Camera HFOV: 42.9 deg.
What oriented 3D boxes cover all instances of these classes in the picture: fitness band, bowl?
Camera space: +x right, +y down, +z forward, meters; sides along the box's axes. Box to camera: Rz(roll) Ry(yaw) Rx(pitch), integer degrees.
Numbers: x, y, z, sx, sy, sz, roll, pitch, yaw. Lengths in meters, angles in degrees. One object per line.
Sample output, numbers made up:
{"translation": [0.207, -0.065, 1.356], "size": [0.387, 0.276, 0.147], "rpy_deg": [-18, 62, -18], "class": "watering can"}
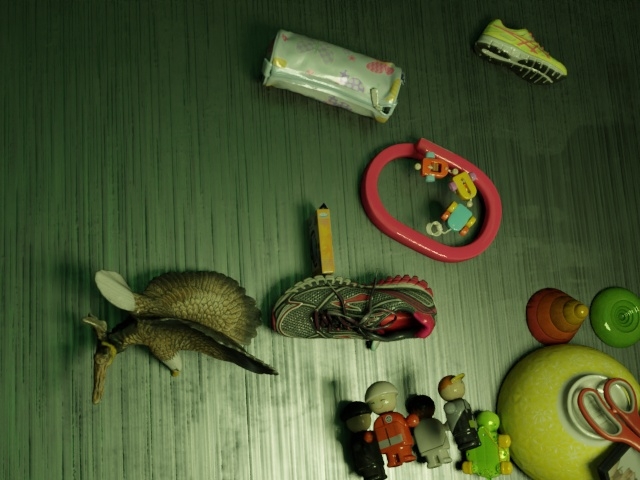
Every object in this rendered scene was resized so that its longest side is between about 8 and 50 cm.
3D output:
{"translation": [0.220, -0.078, 1.622], "size": [0.290, 0.054, 0.209], "rpy_deg": [27, 76, -7], "class": "fitness band"}
{"translation": [0.491, 0.322, 1.521], "size": [0.289, 0.156, 0.289], "rpy_deg": [1, 71, -3], "class": "bowl"}

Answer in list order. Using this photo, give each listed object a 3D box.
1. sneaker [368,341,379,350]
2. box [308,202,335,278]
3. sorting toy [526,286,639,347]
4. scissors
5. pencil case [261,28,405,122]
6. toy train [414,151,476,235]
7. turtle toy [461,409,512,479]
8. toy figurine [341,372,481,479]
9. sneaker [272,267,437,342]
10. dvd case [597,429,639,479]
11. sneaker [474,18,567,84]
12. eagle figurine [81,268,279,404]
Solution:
{"translation": [0.135, 0.172, 1.553], "size": [0.069, 0.038, 0.098], "rpy_deg": [21, 75, -8], "class": "sneaker"}
{"translation": [0.000, 0.000, 1.532], "size": [0.028, 0.081, 0.136], "rpy_deg": [-4, 80, -14], "class": "box"}
{"translation": [0.607, 0.148, 1.633], "size": [0.365, 0.126, 0.127], "rpy_deg": [2, 78, -13], "class": "sorting toy"}
{"translation": [0.565, 0.369, 1.405], "size": [0.109, 0.021, 0.297], "rpy_deg": [-29, 71, -16], "class": "scissors"}
{"translation": [0.022, -0.317, 1.583], "size": [0.273, 0.113, 0.124], "rpy_deg": [17, 53, -9], "class": "pencil case"}
{"translation": [0.240, -0.085, 1.578], "size": [0.125, 0.046, 0.166], "rpy_deg": [1, 78, -12], "class": "toy train"}
{"translation": [0.317, 0.387, 1.538], "size": [0.095, 0.066, 0.130], "rpy_deg": [-5, 79, 23], "class": "turtle toy"}
{"translation": [0.158, 0.326, 1.444], "size": [0.209, 0.213, 0.148], "rpy_deg": [-8, 65, -19], "class": "toy figurine"}
{"translation": [0.059, 0.129, 1.464], "size": [0.299, 0.112, 0.121], "rpy_deg": [-7, 120, 3], "class": "sneaker"}
{"translation": [0.594, 0.435, 1.503], "size": [0.180, 0.022, 0.253], "rpy_deg": [-40, 127, -18], "class": "dvd case"}
{"translation": [0.435, -0.405, 1.723], "size": [0.208, 0.081, 0.094], "rpy_deg": [25, 72, -8], "class": "sneaker"}
{"translation": [-0.238, 0.153, 1.393], "size": [0.298, 0.225, 0.226], "rpy_deg": [-11, 71, -5], "class": "eagle figurine"}
